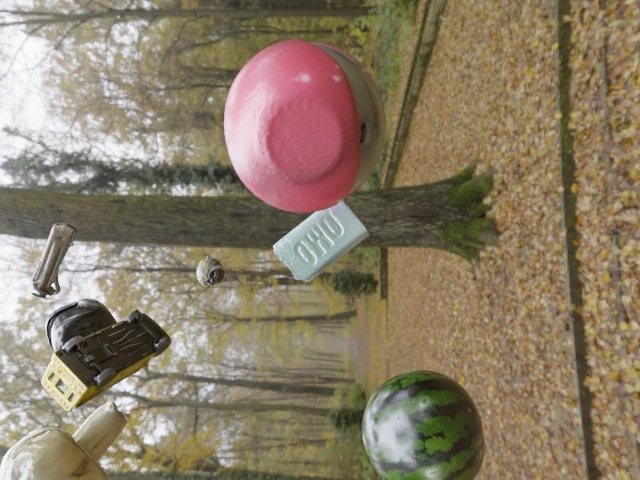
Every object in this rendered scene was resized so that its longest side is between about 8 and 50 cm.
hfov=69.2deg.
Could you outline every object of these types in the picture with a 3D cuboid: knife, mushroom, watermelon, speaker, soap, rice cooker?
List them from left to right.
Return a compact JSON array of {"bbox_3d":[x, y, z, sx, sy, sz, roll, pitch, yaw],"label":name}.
[{"bbox_3d":[-0.826,0.062,1.441,0.365,0.089,0.043,-49,42,34],"label":"knife"},{"bbox_3d":[-0.673,0.615,1.277,0.336,0.315,0.314,-50,-32,-44],"label":"mushroom"},{"bbox_3d":[-0.950,0.375,1.864,0.224,0.267,0.266,32,131,48],"label":"rice cooker"},{"bbox_3d":[-0.020,-0.197,0.814,0.294,0.295,0.293,1,-90,-86],"label":"speaker"},{"bbox_3d":[0.000,0.000,1.392,0.150,0.261,0.094,52,180,18],"label":"soap"},{"bbox_3d":[0.238,0.450,1.086,0.285,0.286,0.284,1,-90,-86],"label":"watermelon"}]

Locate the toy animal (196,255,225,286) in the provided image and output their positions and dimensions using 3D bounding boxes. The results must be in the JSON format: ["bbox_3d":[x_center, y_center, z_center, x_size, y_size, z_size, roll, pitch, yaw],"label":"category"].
[{"bbox_3d":[-0.369,0.099,1.592,0.137,0.099,0.098,-82,-8,-55],"label":"toy animal"}]

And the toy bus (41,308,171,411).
[{"bbox_3d":[-0.566,0.319,1.268,0.152,0.144,0.330,-52,-9,19],"label":"toy bus"}]
